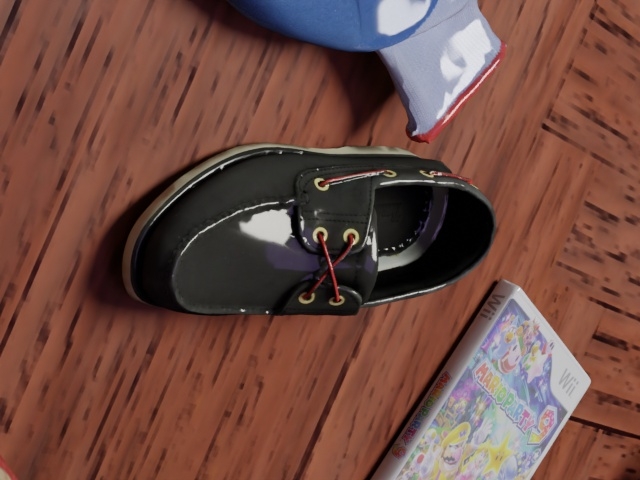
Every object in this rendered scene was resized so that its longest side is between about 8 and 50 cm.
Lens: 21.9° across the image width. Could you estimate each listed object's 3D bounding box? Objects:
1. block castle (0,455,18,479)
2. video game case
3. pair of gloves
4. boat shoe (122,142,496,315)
[{"bbox_3d":[-0.142,0.256,0.342,0.453,0.213,0.303,-56,145,-8],"label":"block castle"},{"bbox_3d":[0.055,0.084,0.627,0.122,0.011,0.087,-56,141,-11],"label":"video game case"},{"bbox_3d":[0.041,-0.125,0.487,0.198,0.023,0.159,-50,138,-19],"label":"pair of gloves"},{"bbox_3d":[0.000,-0.002,0.493,0.133,0.042,0.049,-10,120,-45],"label":"boat shoe"}]
